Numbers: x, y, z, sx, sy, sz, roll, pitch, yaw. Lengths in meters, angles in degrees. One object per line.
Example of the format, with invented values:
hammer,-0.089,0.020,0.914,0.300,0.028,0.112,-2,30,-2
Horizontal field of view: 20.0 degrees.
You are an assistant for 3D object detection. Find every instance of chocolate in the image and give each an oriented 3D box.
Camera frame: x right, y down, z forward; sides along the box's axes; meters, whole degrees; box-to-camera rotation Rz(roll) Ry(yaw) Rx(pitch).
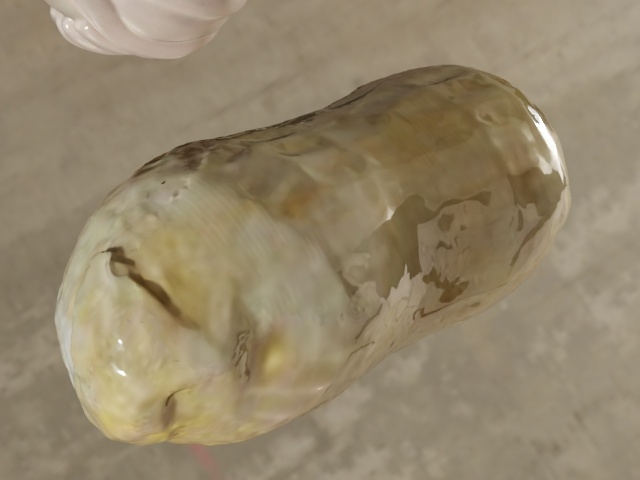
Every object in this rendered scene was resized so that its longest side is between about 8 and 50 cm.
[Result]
chocolate,0.000,0.000,0.820,0.309,0.134,0.134,-28,173,-45

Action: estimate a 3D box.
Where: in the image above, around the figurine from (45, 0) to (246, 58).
figurine,-0.173,-0.287,1.308,0.211,0.361,0.253,-21,-143,25
